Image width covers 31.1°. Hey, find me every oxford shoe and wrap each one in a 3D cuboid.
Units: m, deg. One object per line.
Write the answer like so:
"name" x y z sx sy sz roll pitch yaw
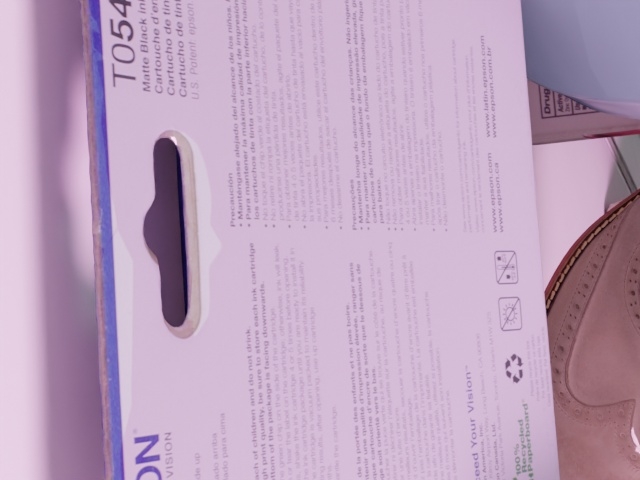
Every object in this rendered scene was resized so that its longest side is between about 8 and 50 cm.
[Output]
"oxford shoe" 0.210 0.018 0.613 0.348 0.123 0.130 -57 179 11

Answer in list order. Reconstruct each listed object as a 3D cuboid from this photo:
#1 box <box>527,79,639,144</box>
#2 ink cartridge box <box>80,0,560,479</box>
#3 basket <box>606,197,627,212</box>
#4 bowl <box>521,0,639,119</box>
"box" 0.244 -0.147 0.744 0.127 0.232 0.149 -12 97 -67
"ink cartridge box" 0.000 0.000 0.412 0.224 0.045 0.223 2 83 -46
"basket" 0.428 0.123 1.040 0.331 0.266 0.329 21 68 -61
"bowl" 0.186 -0.167 0.548 0.311 0.311 0.163 -57 137 -51
